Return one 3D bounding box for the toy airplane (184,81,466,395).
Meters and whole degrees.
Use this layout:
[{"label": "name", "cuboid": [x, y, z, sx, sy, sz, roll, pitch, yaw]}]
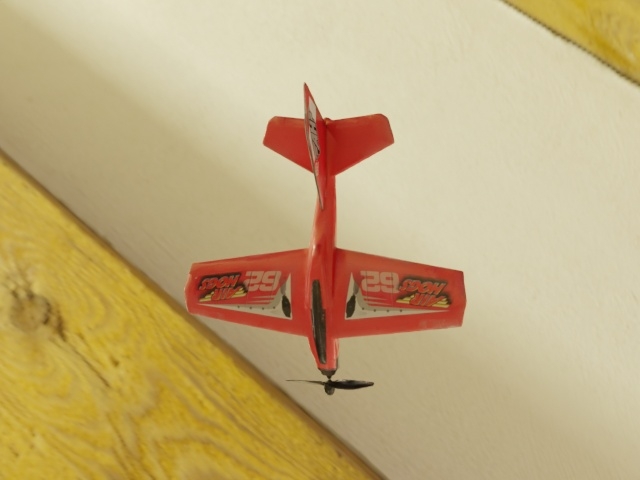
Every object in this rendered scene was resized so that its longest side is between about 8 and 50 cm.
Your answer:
[{"label": "toy airplane", "cuboid": [0.000, 0.000, 0.657, 0.151, 0.028, 0.151, 5, -79, 26]}]
